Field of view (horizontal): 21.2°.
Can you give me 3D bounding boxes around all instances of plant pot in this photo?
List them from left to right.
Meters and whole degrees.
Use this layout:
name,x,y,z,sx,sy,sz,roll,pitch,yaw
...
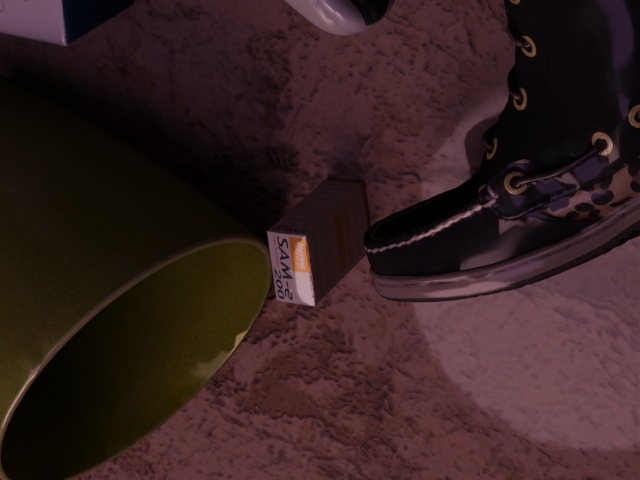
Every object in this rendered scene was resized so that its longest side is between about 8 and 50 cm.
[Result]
name,x,y,z,sx,sy,sz,roll,pitch,yaw
plant pot,-0.234,-0.001,1.386,0.293,0.275,0.275,46,132,20

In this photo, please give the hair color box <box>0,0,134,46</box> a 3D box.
name,x,y,z,sx,sy,sz,roll,pitch,yaw
hair color box,-0.322,-0.277,1.356,0.347,0.105,0.174,14,122,24

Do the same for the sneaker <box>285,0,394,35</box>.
name,x,y,z,sx,sy,sz,roll,pitch,yaw
sneaker,-0.054,-0.244,1.207,0.292,0.110,0.118,51,142,19

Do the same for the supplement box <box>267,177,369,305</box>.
name,x,y,z,sx,sy,sz,roll,pitch,yaw
supplement box,0.000,0.000,1.323,0.036,0.098,0.062,8,119,28

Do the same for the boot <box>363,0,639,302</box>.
name,x,y,z,sx,sy,sz,roll,pitch,yaw
boot,0.144,-0.131,1.136,0.377,0.138,0.284,-21,105,34
